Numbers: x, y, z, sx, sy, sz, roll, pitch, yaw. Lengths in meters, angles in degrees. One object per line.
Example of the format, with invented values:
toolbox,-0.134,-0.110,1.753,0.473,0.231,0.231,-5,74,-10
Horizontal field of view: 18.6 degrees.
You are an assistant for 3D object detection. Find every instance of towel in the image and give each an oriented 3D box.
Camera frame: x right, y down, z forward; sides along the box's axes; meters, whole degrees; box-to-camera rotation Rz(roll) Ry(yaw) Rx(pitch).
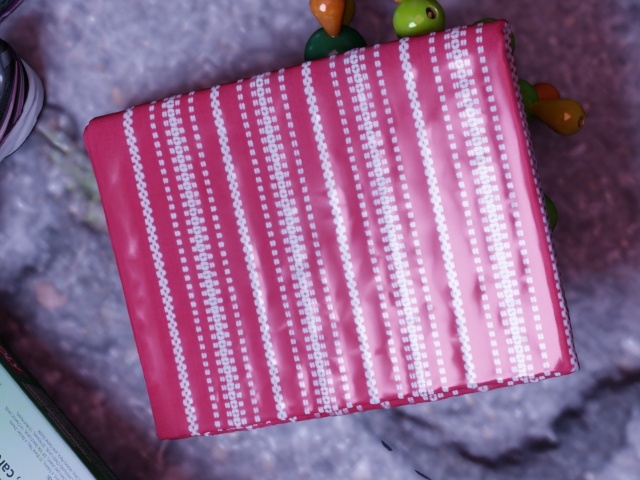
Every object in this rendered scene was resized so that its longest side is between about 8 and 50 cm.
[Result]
towel,0.000,0.000,1.096,0.275,0.031,0.199,-11,94,27

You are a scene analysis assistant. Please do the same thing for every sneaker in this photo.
sneaker,-0.224,-0.044,1.126,0.072,0.077,0.178,17,71,9

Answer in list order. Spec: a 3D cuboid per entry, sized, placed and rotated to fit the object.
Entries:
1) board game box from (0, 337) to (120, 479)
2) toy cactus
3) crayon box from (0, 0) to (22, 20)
board game box,-0.210,0.191,1.113,0.213,0.046,0.317,-45,67,4
toy cactus,0.040,-0.071,1.128,0.180,0.112,0.219,-41,89,22
crayon box,-0.216,-0.328,1.131,0.363,0.106,0.313,-44,87,6
